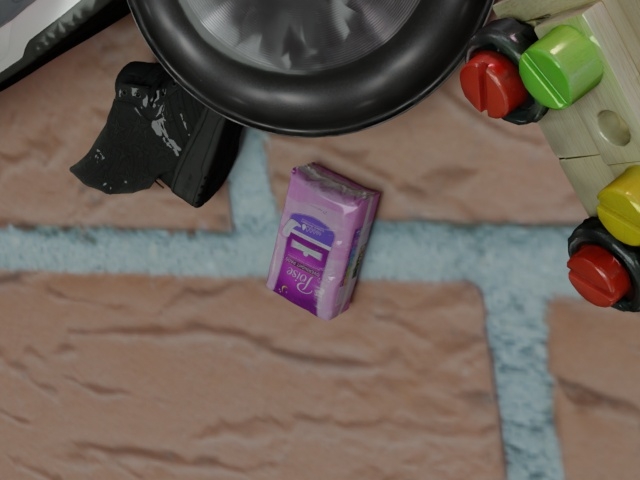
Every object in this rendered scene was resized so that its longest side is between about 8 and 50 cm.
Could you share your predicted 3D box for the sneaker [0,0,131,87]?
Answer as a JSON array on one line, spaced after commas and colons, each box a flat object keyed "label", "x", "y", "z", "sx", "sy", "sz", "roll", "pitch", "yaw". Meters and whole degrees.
[{"label": "sneaker", "x": -0.216, "y": -0.182, "z": 0.686, "sx": 0.295, "sy": 0.124, "sz": 0.178, "roll": -20, "pitch": 106, "yaw": 37}]

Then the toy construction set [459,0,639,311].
[{"label": "toy construction set", "x": 0.179, "y": -0.047, "z": 0.453, "sx": 0.215, "sy": 0.151, "sz": 0.328, "roll": -2, "pitch": 107, "yaw": 65}]

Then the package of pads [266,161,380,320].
[{"label": "package of pads", "x": 0.000, "y": 0.000, "z": 0.670, "sx": 0.050, "sy": 0.032, "sz": 0.083, "roll": 28, "pitch": 121, "yaw": 24}]

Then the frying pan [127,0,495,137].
[{"label": "frying pan", "x": -0.043, "y": -0.201, "z": 0.559, "sx": 0.197, "sy": 0.053, "sz": 0.326, "roll": -33, "pitch": 97, "yaw": 9}]

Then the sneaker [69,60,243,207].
[{"label": "sneaker", "x": -0.086, "y": -0.084, "z": 0.679, "sx": 0.089, "sy": 0.051, "sz": 0.170, "roll": 35, "pitch": 126, "yaw": 11}]
